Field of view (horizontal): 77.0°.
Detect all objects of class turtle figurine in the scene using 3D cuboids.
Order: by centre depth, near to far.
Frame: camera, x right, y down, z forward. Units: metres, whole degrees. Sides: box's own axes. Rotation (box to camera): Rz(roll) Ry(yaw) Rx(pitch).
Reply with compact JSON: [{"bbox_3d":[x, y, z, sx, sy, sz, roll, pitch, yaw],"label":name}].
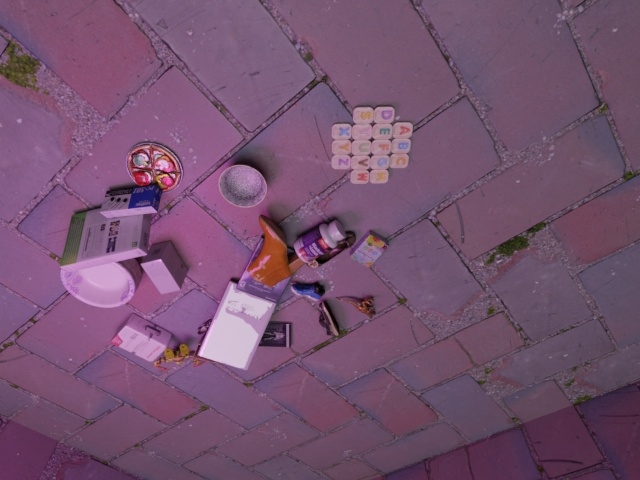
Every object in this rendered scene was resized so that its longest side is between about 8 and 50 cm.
[{"bbox_3d":[-0.689,0.568,1.986,0.270,0.087,0.217,2,150,-16],"label":"turtle figurine"}]

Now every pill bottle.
[{"bbox_3d":[0.000,0.000,1.590,0.194,0.108,0.108,-31,120,20],"label":"pill bottle"}]

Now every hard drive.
[{"bbox_3d":[-0.364,0.378,1.790,0.233,0.047,0.352,23,91,-16],"label":"hard drive"}]

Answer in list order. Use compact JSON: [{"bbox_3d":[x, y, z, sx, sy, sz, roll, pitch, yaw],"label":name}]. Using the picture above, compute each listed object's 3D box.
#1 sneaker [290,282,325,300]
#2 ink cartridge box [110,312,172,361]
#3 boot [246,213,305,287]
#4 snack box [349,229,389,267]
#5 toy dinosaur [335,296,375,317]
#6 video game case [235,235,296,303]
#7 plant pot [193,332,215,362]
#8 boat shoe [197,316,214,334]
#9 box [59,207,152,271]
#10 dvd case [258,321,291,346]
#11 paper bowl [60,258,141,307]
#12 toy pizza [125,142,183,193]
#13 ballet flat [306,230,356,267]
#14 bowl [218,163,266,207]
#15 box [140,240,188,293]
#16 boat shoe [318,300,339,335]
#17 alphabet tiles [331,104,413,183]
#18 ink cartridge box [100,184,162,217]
[{"bbox_3d":[-0.049,0.211,1.767,0.152,0.058,0.084,27,126,-23],"label":"sneaker"},{"bbox_3d":[-0.852,0.467,1.924,0.218,0.092,0.159,38,117,-22],"label":"ink cartridge box"},{"bbox_3d":[-0.216,0.056,1.597,0.211,0.104,0.295,-33,119,11],"label":"boot"},{"bbox_3d":[0.201,0.037,1.661,0.100,0.037,0.141,29,120,-18],"label":"snack box"},{"bbox_3d":[0.184,0.297,1.829,0.212,0.064,0.112,33,120,-21],"label":"toy dinosaur"},{"bbox_3d":[-0.215,0.130,1.707,0.196,0.026,0.274,23,114,-16],"label":"video game case"},{"bbox_3d":[-0.541,0.513,1.955,0.109,0.096,0.109,19,123,-12],"label":"plant pot"},{"bbox_3d":[-0.540,0.408,1.916,0.125,0.038,0.046,-31,120,20],"label":"boat shoe"},{"bbox_3d":[-0.790,-0.024,1.496,0.322,0.232,0.058,-11,150,7],"label":"box"},{"bbox_3d":[-0.253,0.458,1.967,0.222,0.018,0.164,2,124,-1],"label":"dvd case"},{"bbox_3d":[-0.883,0.128,1.650,0.285,0.148,0.284,0,124,0],"label":"paper bowl"},{"bbox_3d":[-0.602,-0.255,1.453,0.202,0.032,0.201,0,125,0],"label":"toy pizza"},{"bbox_3d":[0.040,0.046,1.653,0.250,0.058,0.084,-31,119,19],"label":"ballet flat"},{"bbox_3d":[-0.275,-0.212,1.457,0.170,0.080,0.170,0,125,0],"label":"bowl"},{"bbox_3d":[-0.635,0.111,1.651,0.091,0.130,0.170,-13,124,8],"label":"box"},{"bbox_3d":[0.028,0.373,1.871,0.074,0.080,0.223,-19,128,7],"label":"boat shoe"},{"bbox_3d":[0.178,-0.329,1.414,0.278,0.021,0.284,-1,125,0],"label":"alphabet tiles"},{"bbox_3d":[-0.693,-0.143,1.476,0.207,0.097,0.046,-5,151,10],"label":"ink cartridge box"}]
